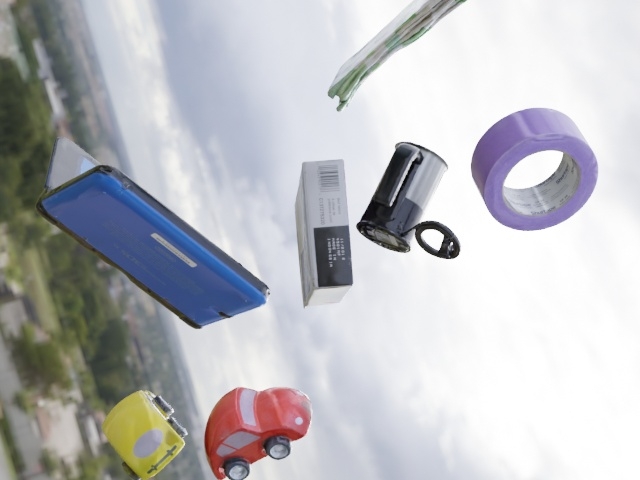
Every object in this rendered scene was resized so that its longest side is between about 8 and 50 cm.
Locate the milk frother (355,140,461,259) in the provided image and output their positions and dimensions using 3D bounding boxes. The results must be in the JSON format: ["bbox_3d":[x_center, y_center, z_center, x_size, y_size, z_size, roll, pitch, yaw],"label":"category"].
[{"bbox_3d":[0.142,-0.052,1.792,0.129,0.143,0.135,106,9,-75],"label":"milk frother"}]

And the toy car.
[{"bbox_3d":[-0.138,0.207,1.074,0.239,0.225,0.053,-7,-46,44],"label":"toy car"}]

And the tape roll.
[{"bbox_3d":[0.339,-0.112,2.086,0.080,0.189,0.189,-109,-174,-51],"label":"tape roll"}]

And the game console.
[{"bbox_3d":[-0.217,-0.033,1.765,0.293,0.250,0.173,39,54,-26],"label":"game console"}]

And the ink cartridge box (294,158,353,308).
[{"bbox_3d":[0.000,0.000,1.926,0.371,0.069,0.176,124,-39,-81],"label":"ink cartridge box"}]

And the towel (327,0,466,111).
[{"bbox_3d":[0.143,-0.302,1.706,0.038,0.325,0.248,47,16,-9],"label":"towel"}]
